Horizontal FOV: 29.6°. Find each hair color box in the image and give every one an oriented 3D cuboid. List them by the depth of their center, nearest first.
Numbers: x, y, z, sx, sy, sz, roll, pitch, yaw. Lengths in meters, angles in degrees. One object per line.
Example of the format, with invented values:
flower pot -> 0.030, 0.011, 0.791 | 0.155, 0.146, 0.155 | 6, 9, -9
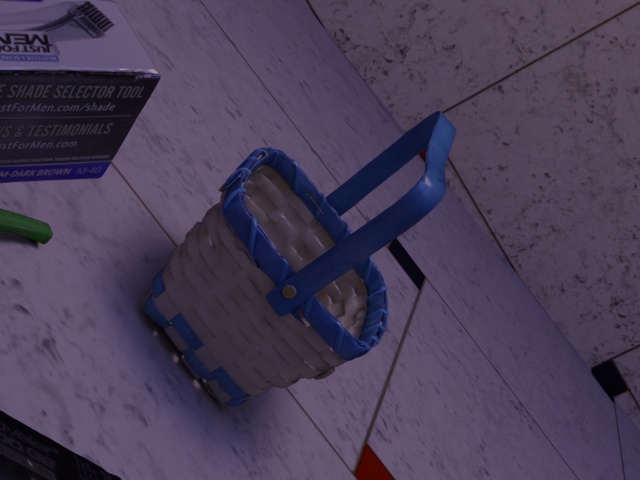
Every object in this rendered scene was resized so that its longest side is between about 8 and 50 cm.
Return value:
hair color box -> -0.270, -0.193, 0.799 | 0.185, 0.110, 0.339 | -6, 53, -44

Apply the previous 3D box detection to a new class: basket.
basket -> 0.000, 0.000, 1.102 | 0.201, 0.289, 0.255 | 47, 21, -7

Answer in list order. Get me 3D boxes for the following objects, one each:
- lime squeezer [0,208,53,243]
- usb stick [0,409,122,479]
lime squeezer -> -0.289, -0.059, 0.848 | 0.310, 0.059, 0.110 | 38, 23, -40
usb stick -> -0.214, 0.122, 0.720 | 0.278, 0.045, 0.077 | 40, 15, -38
